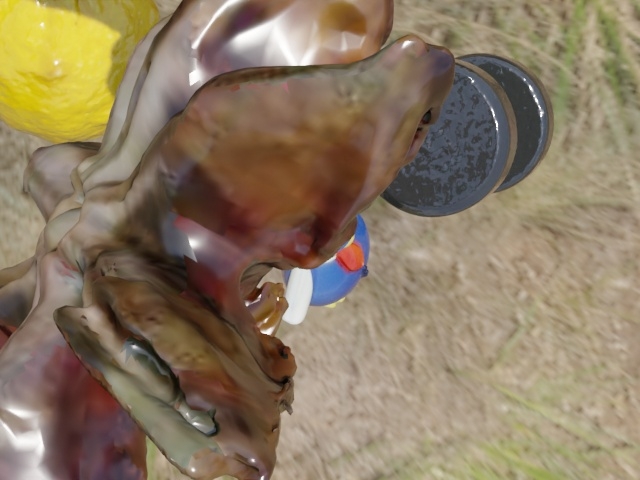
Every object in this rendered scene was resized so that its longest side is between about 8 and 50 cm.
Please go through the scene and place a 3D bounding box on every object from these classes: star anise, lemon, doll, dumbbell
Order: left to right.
[{"bbox_3d":[-0.145,-0.117,1.000,0.114,0.155,0.114,1,65,-3],"label":"lemon"},{"bbox_3d":[-0.052,0.012,0.545,0.088,0.288,0.288,36,93,-18],"label":"star anise"},{"bbox_3d":[0.000,0.000,1.054,0.058,0.143,0.098,22,74,13],"label":"doll"},{"bbox_3d":[0.092,-0.073,1.178,0.100,0.191,0.100,2,98,16],"label":"dumbbell"}]
